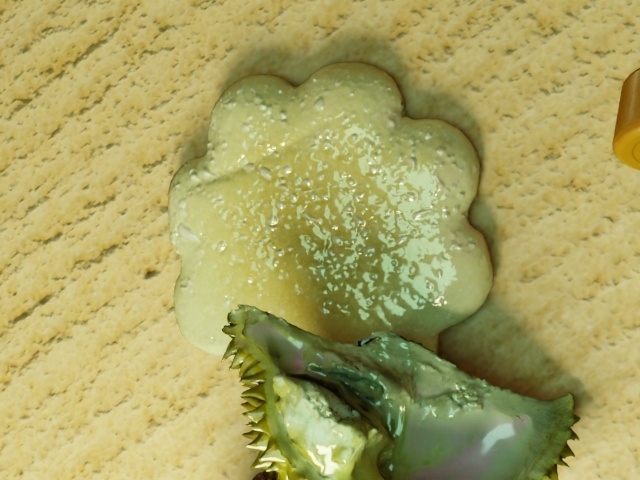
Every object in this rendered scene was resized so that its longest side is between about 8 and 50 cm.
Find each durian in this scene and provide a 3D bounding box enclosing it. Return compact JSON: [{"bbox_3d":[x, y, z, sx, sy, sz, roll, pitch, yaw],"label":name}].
[{"bbox_3d":[0.048,0.159,1.547,0.306,0.172,0.166,24,103,1],"label":"durian"}]

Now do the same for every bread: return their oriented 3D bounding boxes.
[{"bbox_3d":[0.000,0.000,1.636,0.316,0.054,0.316,2,96,22],"label":"bread"}]

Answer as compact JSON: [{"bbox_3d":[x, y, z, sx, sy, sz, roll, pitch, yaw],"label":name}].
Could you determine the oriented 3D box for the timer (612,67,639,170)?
[{"bbox_3d":[0.292,-0.140,1.482,0.132,0.132,0.152,-6,71,22],"label":"timer"}]

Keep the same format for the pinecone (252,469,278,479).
[{"bbox_3d":[-0.030,0.276,1.634,0.173,0.173,0.174,3,98,21],"label":"pinecone"}]
